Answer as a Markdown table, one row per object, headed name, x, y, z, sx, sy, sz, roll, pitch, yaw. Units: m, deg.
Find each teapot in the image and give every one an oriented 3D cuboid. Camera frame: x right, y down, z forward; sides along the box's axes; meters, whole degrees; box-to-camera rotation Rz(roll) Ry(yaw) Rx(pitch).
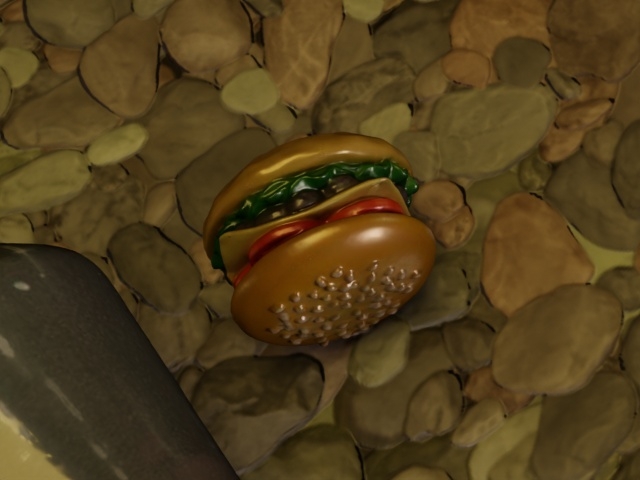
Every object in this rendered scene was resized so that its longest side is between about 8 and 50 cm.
| name | x | y | z | sx | sy | sz | roll | pitch | yaw |
| --- | --- | --- | --- | --- | --- | --- | --- | --- | --- |
| teapot | -0.155 | 0.200 | 1.092 | 0.344 | 0.253 | 0.300 | 39 | 112 | 23 |

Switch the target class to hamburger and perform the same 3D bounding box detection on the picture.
| name | x | y | z | sx | sy | sz | roll | pitch | yaw |
| --- | --- | --- | --- | --- | --- | --- | --- | --- | --- |
| hamburger | 0.000 | 0.000 | 1.184 | 0.162 | 0.162 | 0.115 | -24 | 62 | 2 |
